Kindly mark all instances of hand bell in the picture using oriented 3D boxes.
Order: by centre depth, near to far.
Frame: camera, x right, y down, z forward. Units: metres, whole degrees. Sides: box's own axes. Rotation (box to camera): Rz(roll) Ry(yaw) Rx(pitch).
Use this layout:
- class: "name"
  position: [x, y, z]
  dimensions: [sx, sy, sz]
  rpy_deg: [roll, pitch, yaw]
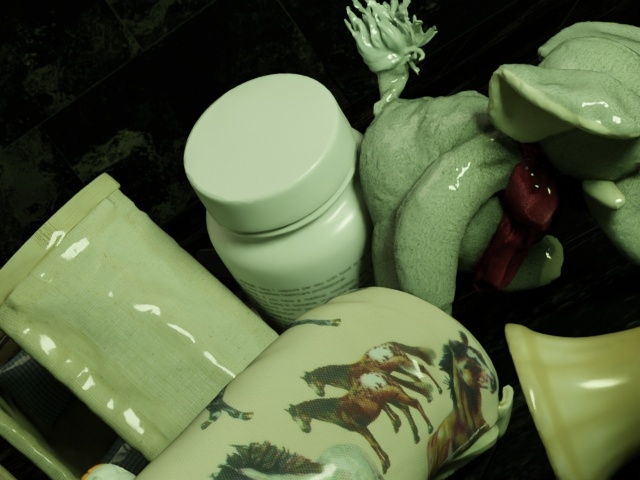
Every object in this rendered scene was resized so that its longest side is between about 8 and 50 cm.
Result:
- class: "hand bell"
  position: [0.244, 0.065, 0.997]
  dimensions: [0.242, 0.126, 0.126]
  rpy_deg: [-22, 12, 8]

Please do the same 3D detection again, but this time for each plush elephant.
- class: "plush elephant"
  position: [0.178, -0.056, 1.319]
  dimensions: [0.255, 0.330, 0.272]
  rpy_deg: [-6, 18, 34]

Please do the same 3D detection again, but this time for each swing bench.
- class: "swing bench"
  position: [-0.176, 0.128, 1.436]
  dimensions: [0.165, 0.253, 0.254]
  rpy_deg: [-46, -4, -44]

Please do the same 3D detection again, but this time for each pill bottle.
- class: "pill bottle"
  position: [0.000, 0.000, 1.437]
  dimensions: [0.160, 0.283, 0.160]
  rpy_deg: [-13, 50, 16]

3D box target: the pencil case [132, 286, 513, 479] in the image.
- class: "pencil case"
  position: [-0.025, 0.188, 1.101]
  dimensions: [0.410, 0.183, 0.160]
  rpy_deg: [-45, -15, -44]

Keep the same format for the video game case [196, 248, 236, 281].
- class: "video game case"
  position: [0.020, 0.015, 1.746]
  dimensions: [0.248, 0.035, 0.275]
  rpy_deg: [-5, 2, -16]

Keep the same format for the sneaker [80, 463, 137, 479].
- class: "sneaker"
  position: [-0.131, 0.257, 1.155]
  dimensions: [0.121, 0.099, 0.262]
  rpy_deg: [4, 40, 11]

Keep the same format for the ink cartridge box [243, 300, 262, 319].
- class: "ink cartridge box"
  position: [-0.092, 0.145, 1.717]
  dimensions: [0.158, 0.092, 0.218]
  rpy_deg: [-27, 14, 42]
